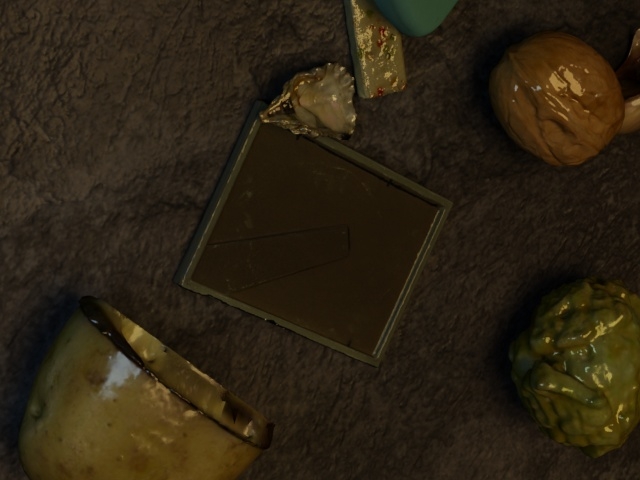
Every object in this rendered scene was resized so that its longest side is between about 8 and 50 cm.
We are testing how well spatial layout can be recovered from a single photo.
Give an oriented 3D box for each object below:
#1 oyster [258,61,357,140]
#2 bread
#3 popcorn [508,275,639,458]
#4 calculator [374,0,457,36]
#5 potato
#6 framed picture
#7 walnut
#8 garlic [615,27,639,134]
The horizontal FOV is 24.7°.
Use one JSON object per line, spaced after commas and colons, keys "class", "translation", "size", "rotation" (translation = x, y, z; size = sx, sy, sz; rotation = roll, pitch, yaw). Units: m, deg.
{"class": "oyster", "translation": [0.001, -0.161, 1.775], "size": [0.121, 0.045, 0.146], "rotation": [45, 50, -22]}
{"class": "bread", "translation": [0.068, -0.254, 1.813], "size": [0.068, 0.028, 0.153], "rotation": [-18, 112, -25]}
{"class": "popcorn", "translation": [0.376, 0.175, 2.041], "size": [0.255, 0.195, 0.256], "rotation": [6, 82, -39]}
{"class": "calculator", "translation": [0.136, -0.388, 1.703], "size": [0.256, 0.054, 0.386], "rotation": [-55, 157, -9]}
{"class": "potato", "translation": [-0.219, 0.215, 1.665], "size": [0.285, 0.242, 0.242], "rotation": [38, 82, -41]}
{"class": "framed picture", "translation": [0.000, 0.000, 1.847], "size": [0.335, 0.022, 0.247], "rotation": [25, 90, -35]}
{"class": "walnut", "translation": [0.309, -0.187, 1.912], "size": [0.207, 0.159, 0.159], "rotation": [35, 84, -36]}
{"class": "garlic", "translation": [0.455, -0.215, 2.040], "size": [0.174, 0.099, 0.124], "rotation": [-31, 138, -17]}
